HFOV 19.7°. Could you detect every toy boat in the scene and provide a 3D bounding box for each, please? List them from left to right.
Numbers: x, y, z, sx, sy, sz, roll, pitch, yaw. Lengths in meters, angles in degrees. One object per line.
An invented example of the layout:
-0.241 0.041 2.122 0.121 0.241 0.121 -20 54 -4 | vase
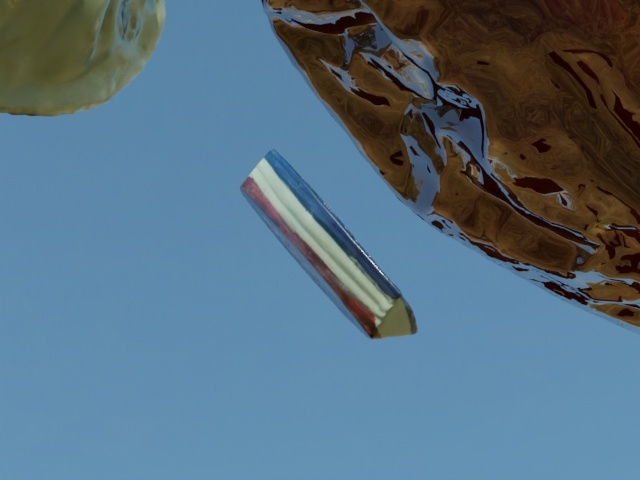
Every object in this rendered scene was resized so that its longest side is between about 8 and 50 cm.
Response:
0.000 0.000 1.429 0.046 0.229 0.080 -35 -42 -8 | toy boat

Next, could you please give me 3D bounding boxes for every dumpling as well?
-0.219 -0.173 1.356 0.219 0.108 0.153 17 -80 -27 | dumpling

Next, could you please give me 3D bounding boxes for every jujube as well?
0.145 -0.106 0.886 0.276 0.276 0.377 -35 -58 21 | jujube
